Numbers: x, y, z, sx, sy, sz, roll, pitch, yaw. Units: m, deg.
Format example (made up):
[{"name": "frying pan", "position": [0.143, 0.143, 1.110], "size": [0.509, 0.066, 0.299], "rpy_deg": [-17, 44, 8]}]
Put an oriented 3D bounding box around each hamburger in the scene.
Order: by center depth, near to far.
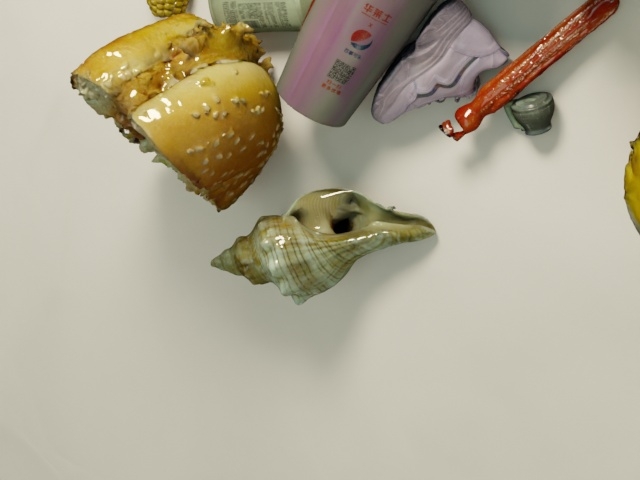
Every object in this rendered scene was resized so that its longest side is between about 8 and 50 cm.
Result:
[{"name": "hamburger", "position": [-0.190, -0.231, 1.646], "size": [0.268, 0.445, 0.287], "rpy_deg": [41, 91, 15]}]

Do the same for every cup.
[{"name": "cup", "position": [0.052, -0.335, 1.556], "size": [0.203, 0.203, 0.288], "rpy_deg": [39, 118, 14]}]

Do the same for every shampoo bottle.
[{"name": "shampoo bottle", "position": [-0.072, -0.412, 1.671], "size": [0.234, 0.087, 0.118], "rpy_deg": [4, 110, 28]}]

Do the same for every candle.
[{"name": "candle", "position": [0.321, -0.266, 1.503], "size": [0.329, 0.051, 0.048], "rpy_deg": [-39, 102, 25]}]

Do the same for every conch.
[{"name": "conch", "position": [-0.002, 0.004, 1.727], "size": [0.386, 0.169, 0.203], "rpy_deg": [-8, 73, -8]}]

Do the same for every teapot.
[{"name": "teapot", "position": [0.327, -0.197, 1.534], "size": [0.088, 0.066, 0.057], "rpy_deg": [12, 130, 49]}]

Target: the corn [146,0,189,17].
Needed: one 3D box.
[{"name": "corn", "position": [-0.275, -0.550, 1.733], "size": [0.106, 0.106, 0.305], "rpy_deg": [13, 111, 26]}]

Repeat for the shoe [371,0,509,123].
[{"name": "shoe", "position": [0.186, -0.263, 1.573], "size": [0.138, 0.095, 0.245], "rpy_deg": [38, 125, -4]}]

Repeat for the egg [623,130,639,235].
[{"name": "egg", "position": [0.587, -0.072, 1.327], "size": [0.337, 0.201, 0.337], "rpy_deg": [51, 163, 22]}]
